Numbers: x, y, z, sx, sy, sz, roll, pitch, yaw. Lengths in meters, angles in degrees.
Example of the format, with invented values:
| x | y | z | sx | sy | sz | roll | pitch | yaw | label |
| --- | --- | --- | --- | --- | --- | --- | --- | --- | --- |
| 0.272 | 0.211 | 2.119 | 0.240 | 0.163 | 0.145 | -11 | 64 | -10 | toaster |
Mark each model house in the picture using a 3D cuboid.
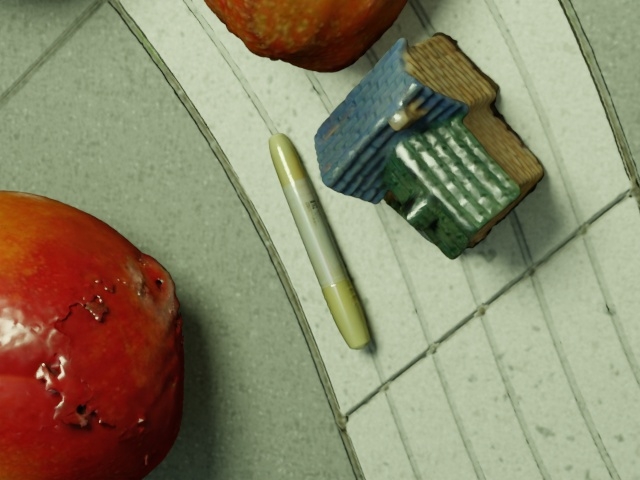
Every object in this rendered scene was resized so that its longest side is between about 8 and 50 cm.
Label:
| x | y | z | sx | sy | sz | roll | pitch | yaw | label |
| --- | --- | --- | --- | --- | --- | --- | --- | --- | --- |
| 0.094 | -0.075 | 1.569 | 0.183 | 0.172 | 0.166 | 46 | 112 | 7 | model house |

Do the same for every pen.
| x | y | z | sx | sy | sz | roll | pitch | yaw | label |
| --- | --- | --- | --- | --- | --- | --- | --- | --- | --- |
| 0.000 | 0.000 | 1.699 | 0.032 | 0.040 | 0.233 | -22 | 87 | 24 | pen |

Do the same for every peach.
| x | y | z | sx | sy | sz | roll | pitch | yaw | label |
| --- | --- | --- | --- | --- | --- | --- | --- | --- | --- |
| -0.312 | 0.119 | 1.683 | 0.370 | 0.370 | 0.370 | 4 | 102 | 21 | peach |

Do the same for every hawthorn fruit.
| x | y | z | sx | sy | sz | roll | pitch | yaw | label |
| --- | --- | --- | --- | --- | --- | --- | --- | --- | --- |
| 0.004 | -0.284 | 1.550 | 0.205 | 0.205 | 0.253 | 36 | 107 | 12 | hawthorn fruit |
